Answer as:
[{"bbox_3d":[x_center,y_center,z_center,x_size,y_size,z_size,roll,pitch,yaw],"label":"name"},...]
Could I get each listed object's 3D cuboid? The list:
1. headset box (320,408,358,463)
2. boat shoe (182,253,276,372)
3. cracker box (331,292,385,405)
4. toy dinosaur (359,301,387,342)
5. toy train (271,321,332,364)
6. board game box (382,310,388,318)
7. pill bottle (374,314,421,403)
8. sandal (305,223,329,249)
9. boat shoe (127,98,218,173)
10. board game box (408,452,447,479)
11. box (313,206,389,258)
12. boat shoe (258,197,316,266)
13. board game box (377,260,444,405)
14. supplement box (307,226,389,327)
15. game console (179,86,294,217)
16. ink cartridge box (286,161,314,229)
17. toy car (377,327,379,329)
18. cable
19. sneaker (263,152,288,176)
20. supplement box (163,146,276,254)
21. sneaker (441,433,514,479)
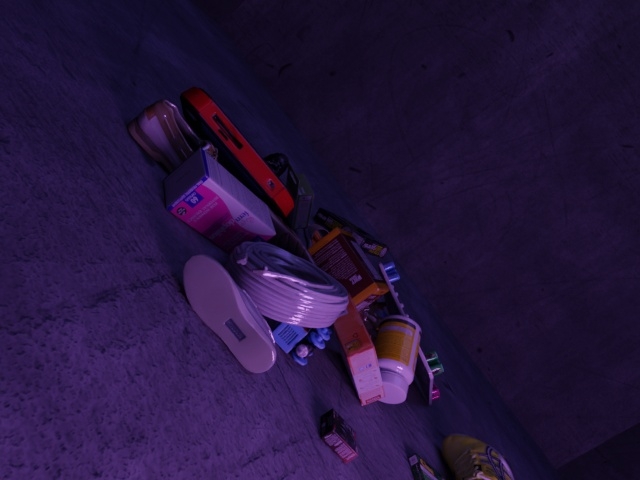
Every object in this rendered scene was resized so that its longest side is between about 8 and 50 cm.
[{"bbox_3d":[0.038,0.368,0.900,0.083,0.032,0.062,48,13,-13],"label":"headset box"},{"bbox_3d":[-0.153,0.121,0.821,0.228,0.079,0.081,56,3,-6],"label":"boat shoe"},{"bbox_3d":[0.081,0.254,1.105,0.156,0.067,0.232,-115,-174,-45],"label":"cracker box"},{"bbox_3d":[0.121,0.206,1.460,0.200,0.127,0.296,40,11,-22],"label":"toy dinosaur"},{"bbox_3d":[-0.037,0.190,1.025,0.105,0.080,0.184,47,12,2],"label":"toy train"},{"bbox_3d":[0.228,0.326,1.681,0.169,0.033,0.133,50,31,-54],"label":"board game box"},{"bbox_3d":[0.194,0.312,1.268,0.119,0.119,0.209,47,42,-23],"label":"pill bottle"},{"bbox_3d":[0.007,0.008,1.677,0.102,0.076,0.265,48,13,-22],"label":"sandal"},{"bbox_3d":[-0.283,-0.179,1.085,0.302,0.103,0.113,46,14,-28],"label":"boat shoe"},{"bbox_3d":[0.307,0.633,1.155,0.260,0.030,0.136,47,16,-25],"label":"board game box"},{"bbox_3d":[0.128,-0.030,1.994,0.270,0.060,0.216,37,11,35],"label":"box"},{"bbox_3d":[-0.091,0.027,1.179,0.325,0.123,0.116,56,8,17],"label":"boat shoe"},{"bbox_3d":[0.294,0.307,1.570,0.390,0.050,0.390,70,-2,-58],"label":"board game box"},{"bbox_3d":[0.041,0.105,1.266,0.194,0.191,0.129,56,13,17],"label":"supplement box"},{"bbox_3d":[-0.232,-0.218,1.290,0.387,0.060,0.342,50,-12,-13],"label":"game console"},{"bbox_3d":[-0.071,-0.147,1.579,0.209,0.062,0.109,101,-27,-43],"label":"ink cartridge box"},{"bbox_3d":[0.186,0.251,1.696,0.040,0.060,0.122,28,28,-56],"label":"toy car"},{"bbox_3d":[-0.067,0.088,0.967,0.257,0.089,0.257,24,7,-14],"label":"cable"},{"bbox_3d":[-0.163,-0.238,1.527,0.107,0.124,0.283,49,2,-9],"label":"sneaker"},{"bbox_3d":[-0.212,-0.071,1.028,0.220,0.111,0.114,41,17,-41],"label":"supplement box"},{"bbox_3d":[0.425,0.616,1.236,0.147,0.145,0.384,41,-2,-22],"label":"sneaker"}]
